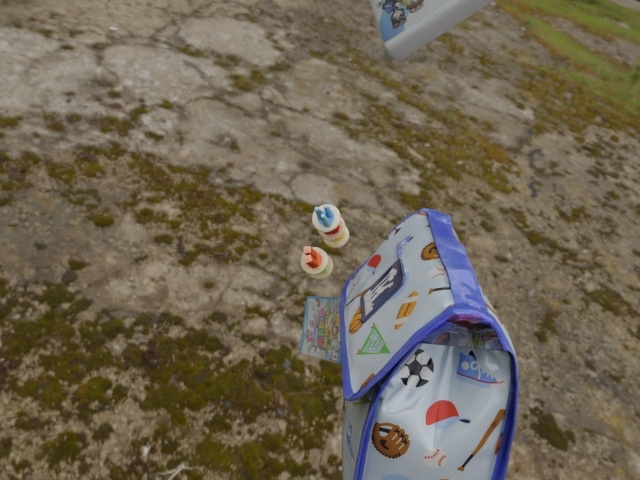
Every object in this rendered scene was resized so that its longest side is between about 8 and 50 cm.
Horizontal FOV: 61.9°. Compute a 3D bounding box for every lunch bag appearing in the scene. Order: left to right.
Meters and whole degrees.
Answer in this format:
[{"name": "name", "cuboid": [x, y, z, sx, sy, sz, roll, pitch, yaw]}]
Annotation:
[{"name": "lunch bag", "cuboid": [0.142, 0.180, 0.778, 0.238, 0.386, 0.328, 6, 26, 0]}]

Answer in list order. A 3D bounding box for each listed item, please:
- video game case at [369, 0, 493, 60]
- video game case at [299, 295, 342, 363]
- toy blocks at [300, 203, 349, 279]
[{"name": "video game case", "cuboid": [0.174, -0.397, 0.558, 0.036, 0.328, 0.300, 17, 55, -52]}, {"name": "video game case", "cuboid": [0.007, 0.169, 1.035, 0.015, 0.166, 0.119, 11, 81, -26]}, {"name": "toy blocks", "cuboid": [0.000, 0.000, 0.969, 0.054, 0.148, 0.123, 24, 79, 18]}]
